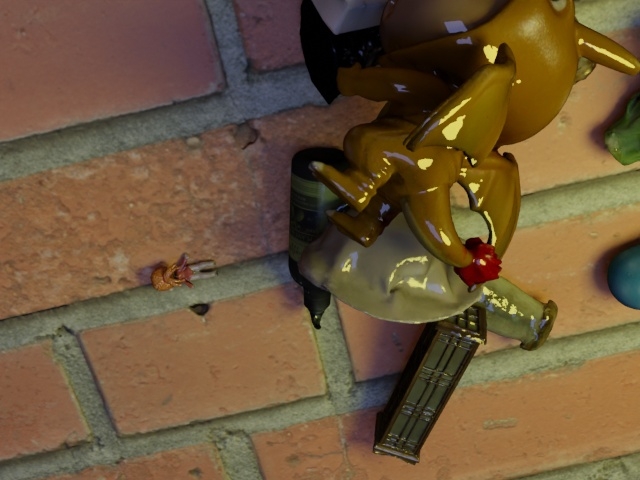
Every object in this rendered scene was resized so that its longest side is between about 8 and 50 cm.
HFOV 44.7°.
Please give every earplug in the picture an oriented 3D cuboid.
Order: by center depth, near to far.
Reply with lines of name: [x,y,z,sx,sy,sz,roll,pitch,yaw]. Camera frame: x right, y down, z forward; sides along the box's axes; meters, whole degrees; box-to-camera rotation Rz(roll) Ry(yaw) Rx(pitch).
earplug: [0.604,0.033,1.261,0.273,0.132,0.132,-20,113,10]

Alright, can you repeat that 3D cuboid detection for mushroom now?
mushroom: [0.254,0.085,1.293,0.312,0.081,0.099,27,99,-9]

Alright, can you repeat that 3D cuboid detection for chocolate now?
chocolate: [0.053,-0.285,1.090,0.133,0.156,0.156,-17,115,-12]

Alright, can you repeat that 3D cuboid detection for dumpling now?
dumpling: [0.115,0.019,1.120,0.293,0.204,0.163,-3,97,-21]

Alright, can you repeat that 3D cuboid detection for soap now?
soap: [0.030,-0.367,1.016,0.122,0.064,0.183,-20,76,-30]

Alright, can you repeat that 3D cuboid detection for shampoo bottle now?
shampoo bottle: [0.000,0.000,1.229,0.101,0.101,0.283,2,114,-3]

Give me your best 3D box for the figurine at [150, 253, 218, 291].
figurine: [-0.224,0.055,1.278,0.109,0.047,0.064,-12,85,-4]

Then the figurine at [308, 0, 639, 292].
figurine: [0.177,-0.148,0.968,0.387,0.268,0.401,-52,142,-11]

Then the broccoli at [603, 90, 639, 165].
broccoli: [0.546,-0.184,1.117,0.269,0.269,0.254,-38,105,14]

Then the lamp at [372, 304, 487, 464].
lamp: [0.178,0.240,1.310,0.090,0.089,0.325,17,125,-2]

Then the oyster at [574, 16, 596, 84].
oyster: [0.216,-0.325,1.094,0.396,0.111,0.204,37,111,-21]
